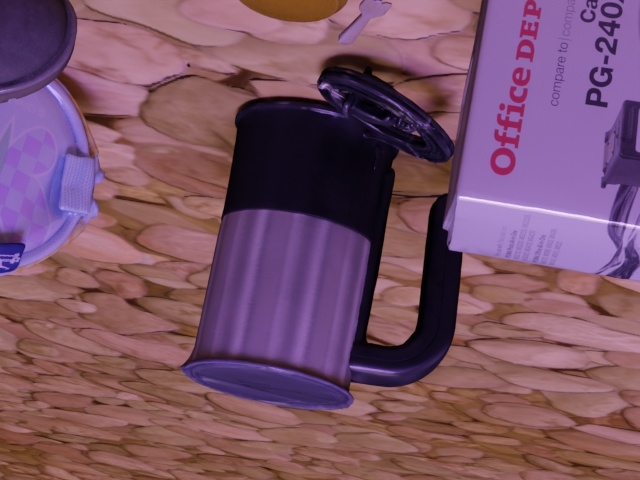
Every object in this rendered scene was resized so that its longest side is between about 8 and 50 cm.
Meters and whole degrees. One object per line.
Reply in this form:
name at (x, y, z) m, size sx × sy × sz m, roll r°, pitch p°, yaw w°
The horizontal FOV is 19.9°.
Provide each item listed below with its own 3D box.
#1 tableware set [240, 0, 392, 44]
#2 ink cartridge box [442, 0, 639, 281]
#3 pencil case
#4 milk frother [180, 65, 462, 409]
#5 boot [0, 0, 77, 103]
tableware set at (-0.035, -0.121, 0.677) m, size 0.154 × 0.024 × 0.104 m, roll 17°, pitch 159°, yaw -17°
ink cartridge box at (0.127, -0.044, 0.671) m, size 0.150 × 0.109 × 0.063 m, roll 10°, pitch 165°, yaw 4°
pencil case at (-0.226, -0.023, 0.964) m, size 0.124 × 0.114 × 0.273 m, roll -2°, pitch 174°, yaw -37°
milk frother at (0.000, 0.000, 0.855) m, size 0.129 × 0.135 × 0.143 m, roll 5°, pitch 163°, yaw 17°
boot at (-0.174, -0.130, 0.672) m, size 0.189 × 0.076 × 0.208 m, roll 12°, pitch 157°, yaw -10°
